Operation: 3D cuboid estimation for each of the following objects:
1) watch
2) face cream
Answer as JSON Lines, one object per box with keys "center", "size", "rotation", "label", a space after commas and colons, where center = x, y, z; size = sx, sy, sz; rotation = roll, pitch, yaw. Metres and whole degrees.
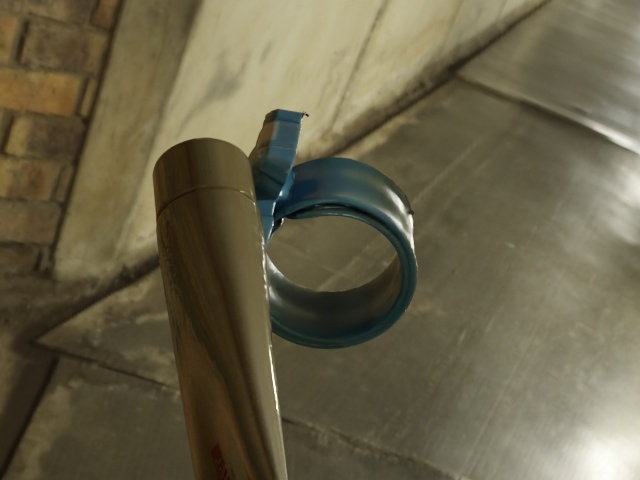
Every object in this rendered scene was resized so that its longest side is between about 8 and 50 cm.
{"center": [0.000, 0.000, 0.916], "size": [0.193, 0.211, 0.211], "rotation": [24, 23, -12], "label": "watch"}
{"center": [-0.069, 0.076, 0.701], "size": [0.084, 0.137, 0.341], "rotation": [7, 51, -25], "label": "face cream"}
